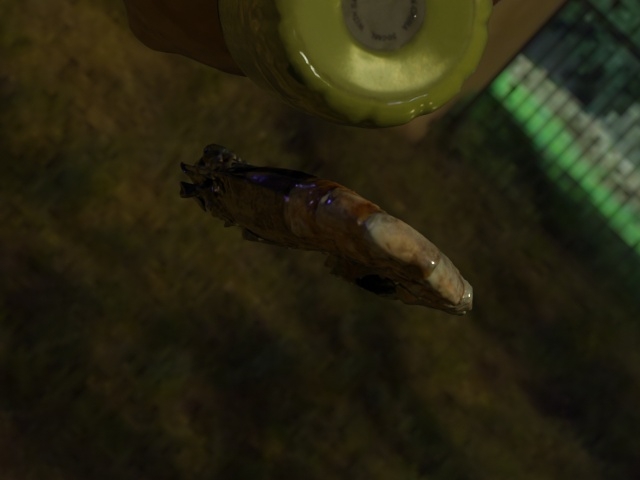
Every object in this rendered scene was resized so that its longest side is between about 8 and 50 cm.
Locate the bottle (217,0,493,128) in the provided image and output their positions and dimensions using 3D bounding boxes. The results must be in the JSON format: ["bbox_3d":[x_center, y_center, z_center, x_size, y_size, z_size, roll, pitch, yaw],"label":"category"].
[{"bbox_3d":[0.003,-0.121,0.865,0.112,0.112,0.260,42,-1,-14],"label":"bottle"}]

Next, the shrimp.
[{"bbox_3d":[0.000,0.000,0.702,0.161,0.034,0.091,24,-16,46],"label":"shrimp"}]

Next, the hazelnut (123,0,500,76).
[{"bbox_3d":[0.008,-0.297,1.223,0.353,0.420,0.421,24,14,-28],"label":"hazelnut"}]
